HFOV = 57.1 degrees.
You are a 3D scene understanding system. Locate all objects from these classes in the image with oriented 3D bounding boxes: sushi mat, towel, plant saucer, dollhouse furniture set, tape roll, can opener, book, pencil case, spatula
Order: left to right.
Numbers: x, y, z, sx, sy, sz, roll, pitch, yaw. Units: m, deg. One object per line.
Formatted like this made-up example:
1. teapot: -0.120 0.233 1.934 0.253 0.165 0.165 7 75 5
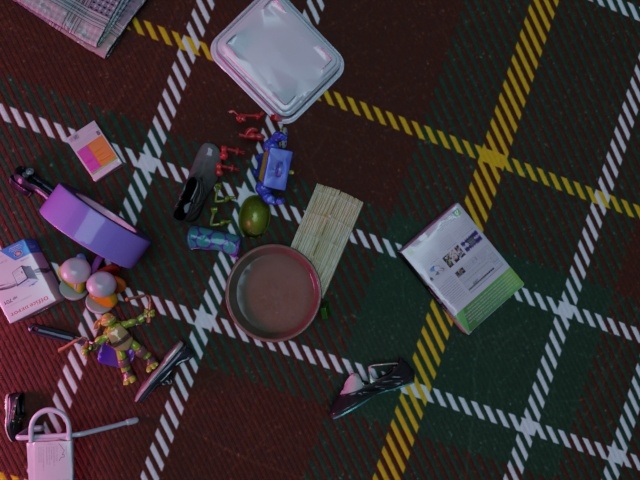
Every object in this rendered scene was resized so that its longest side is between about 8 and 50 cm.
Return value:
1. can opener: -0.772 -0.142 1.639 0.186 0.073 0.059 31 47 -8
2. spatula: -0.669 0.284 1.647 0.296 0.030 0.084 17 83 -5
3. towel: -0.656 -0.723 1.652 0.324 0.056 0.312 32 86 -5
4. book: -0.635 -0.251 1.660 0.096 0.035 0.144 -33 92 -2
5. tape roll: -0.583 -0.038 1.539 0.274 0.275 0.090 34 86 -4
6. pencil case: -0.301 0.005 1.674 0.151 0.064 0.070 11 72 -5
7. plant saucer: -0.132 0.149 1.674 0.277 0.041 0.278 -1 84 7
8. dollhouse furniture set: -0.049 0.212 1.718 0.151 0.058 0.076 -12 98 13
9. sushi mat: 0.000 0.000 1.727 0.151 0.019 0.317 23 86 -4

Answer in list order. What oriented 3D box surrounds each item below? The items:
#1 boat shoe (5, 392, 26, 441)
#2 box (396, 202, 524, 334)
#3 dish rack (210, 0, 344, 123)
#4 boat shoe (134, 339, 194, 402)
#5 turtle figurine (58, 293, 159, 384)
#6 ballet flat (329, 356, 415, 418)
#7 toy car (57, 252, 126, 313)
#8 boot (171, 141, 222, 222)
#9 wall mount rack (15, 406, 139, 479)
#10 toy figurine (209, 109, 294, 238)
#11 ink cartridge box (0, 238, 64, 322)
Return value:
1. boat shoe: -0.837 0.486 1.618 0.042 0.049 0.133 -4 85 2
2. box: 0.417 0.083 1.753 0.232 0.058 0.322 -40 92 -5
3. dish rack: -0.120 -0.538 1.699 0.333 0.072 0.285 45 85 -5
4. boat shoe: -0.437 0.379 1.650 0.065 0.075 0.206 41 82 -15
5. turtle figurine: -0.556 0.284 1.614 0.269 0.087 0.217 -34 110 -27
6. ballet flat: 0.139 0.418 1.707 0.280 0.095 0.096 -21 81 -16
7. toy car: -0.620 0.102 1.613 0.182 0.159 0.136 29 52 -4
8. boot: -0.335 -0.161 1.623 0.083 0.161 0.247 19 87 -6
9. wall mount rack: -0.660 0.614 1.603 0.304 0.130 0.350 -2 89 -2
10. toy figurine: -0.166 -0.175 1.591 0.191 0.217 0.363 12 95 -26
11. ink cartridge box: -0.815 0.110 1.611 0.139 0.082 0.191 -28 91 -6
